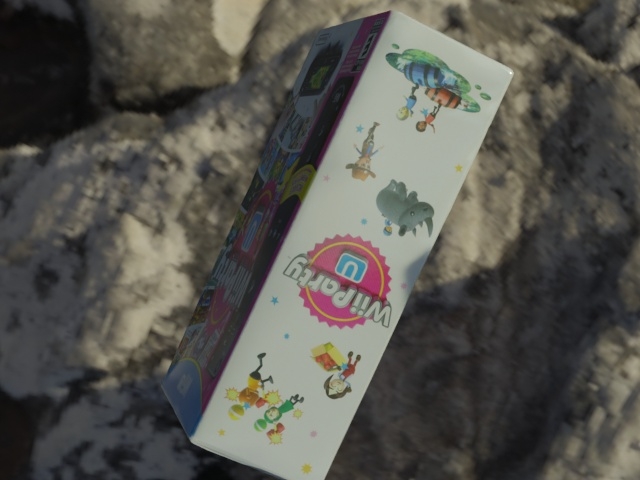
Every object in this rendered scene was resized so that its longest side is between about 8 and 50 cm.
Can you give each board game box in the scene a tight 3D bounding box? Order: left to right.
[{"bbox_3d":[0.000,0.000,1.076,0.097,0.224,0.303,24,89,-12],"label":"board game box"}]
